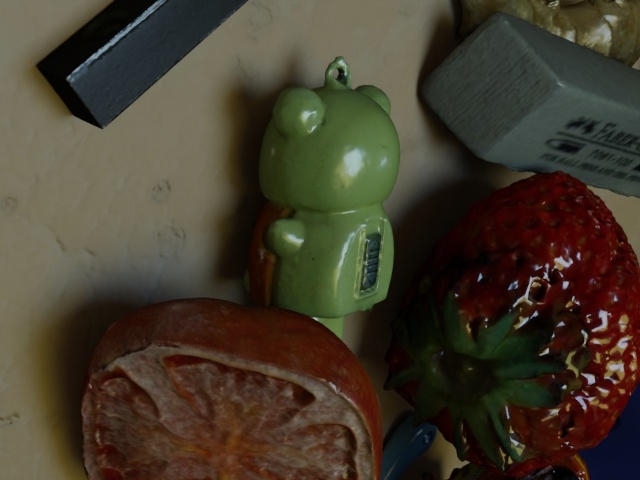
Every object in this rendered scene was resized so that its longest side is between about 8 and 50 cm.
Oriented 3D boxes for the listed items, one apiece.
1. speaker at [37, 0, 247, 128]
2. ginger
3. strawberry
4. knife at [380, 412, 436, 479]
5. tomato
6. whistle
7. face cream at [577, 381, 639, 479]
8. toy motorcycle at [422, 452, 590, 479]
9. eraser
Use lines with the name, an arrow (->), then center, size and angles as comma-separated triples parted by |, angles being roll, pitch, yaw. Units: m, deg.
speaker -> -0.094, -0.153, 0.535 | 0.191, 0.040, 0.046 | -47, 137, -19
ginger -> 0.245, -0.200, 0.822 | 0.334, 0.081, 0.148 | 13, 137, -41
strawberry -> 0.213, 0.074, 0.796 | 0.288, 0.238, 0.250 | -23, 164, -44
knife -> 0.050, 0.297, 0.903 | 0.244, 0.032, 0.058 | -55, 146, -4
tomato -> -0.065, 0.127, 0.600 | 0.095, 0.237, 0.236 | -83, 162, -53
whistle -> 0.000, 0.000, 0.648 | 0.131, 0.106, 0.288 | -16, 117, -53
face cream -> 0.418, 0.222, 1.072 | 0.225, 0.249, 0.248 | 4, 106, -51
toy motorcycle -> 0.181, 0.277, 0.863 | 0.171, 0.298, 0.089 | -25, 81, -36
eraser -> 0.262, -0.118, 0.810 | 0.353, 0.077, 0.111 | 8, 145, -37
